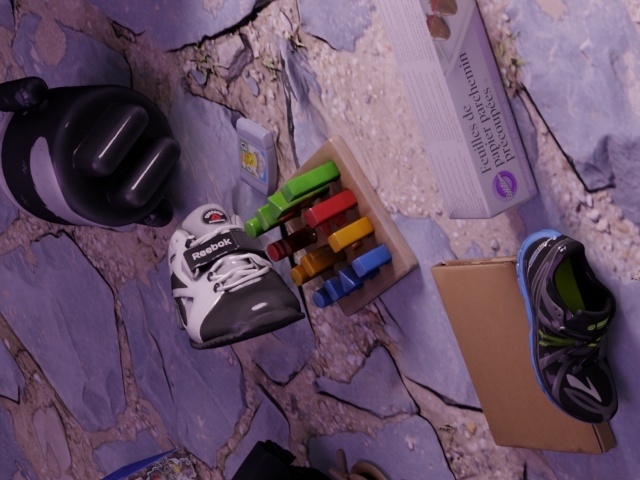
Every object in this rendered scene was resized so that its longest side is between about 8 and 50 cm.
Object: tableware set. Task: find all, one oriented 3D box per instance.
[{"bbox_3d":[0.065,0.353,2.012,0.128,0.039,0.194,18,128,49],"label":"tableware set"}]

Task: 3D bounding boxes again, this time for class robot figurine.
[{"bbox_3d":[-0.283,-0.105,2.054,0.278,0.173,0.209,4,106,55],"label":"robot figurine"}]

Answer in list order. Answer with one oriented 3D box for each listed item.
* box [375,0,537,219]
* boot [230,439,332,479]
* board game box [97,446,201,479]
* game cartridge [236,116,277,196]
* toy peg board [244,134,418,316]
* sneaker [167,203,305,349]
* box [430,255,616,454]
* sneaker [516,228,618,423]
[{"bbox_3d":[0.105,-0.178,1.522,0.067,0.063,0.324,-1,112,58],"label":"box"},{"bbox_3d":[-0.041,0.383,2.053,0.246,0.207,0.094,43,-179,-8],"label":"boot"},{"bbox_3d":[-0.229,0.467,2.436,0.291,0.141,0.232,63,149,0],"label":"board game box"},{"bbox_3d":[-0.070,-0.091,1.896,0.056,0.017,0.083,29,136,38],"label":"game cartridge"},{"bbox_3d":[0.000,0.000,1.800,0.161,0.079,0.161,59,149,6],"label":"toy peg board"},{"bbox_3d":[-0.115,0.036,1.918,0.330,0.122,0.146,-168,64,-70],"label":"sneaker"},{"bbox_3d":[0.193,0.111,1.654,0.164,0.021,0.201,-5,110,57],"label":"box"},{"bbox_3d":[0.229,0.082,1.534,0.078,0.067,0.188,8,117,61],"label":"sneaker"}]
